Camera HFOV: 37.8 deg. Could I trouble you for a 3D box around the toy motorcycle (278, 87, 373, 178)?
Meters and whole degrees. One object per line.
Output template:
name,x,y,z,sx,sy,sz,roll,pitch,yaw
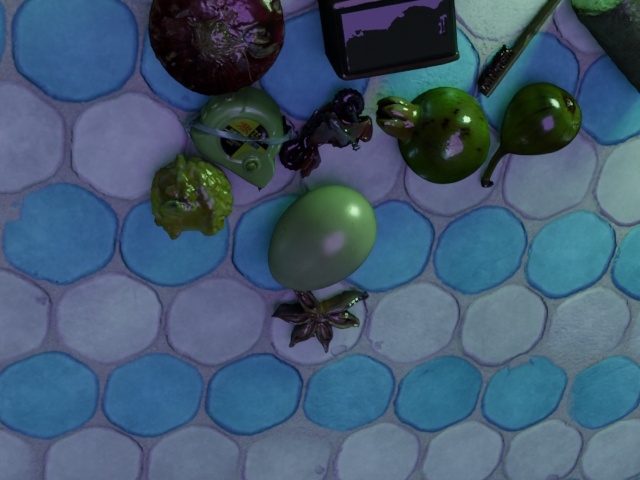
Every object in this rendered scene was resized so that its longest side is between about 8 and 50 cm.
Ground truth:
toy motorcycle,0.020,-0.202,1.862,0.212,0.084,0.118,-41,120,17

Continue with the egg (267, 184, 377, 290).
egg,0.000,0.000,1.897,0.188,0.188,0.253,37,108,-27

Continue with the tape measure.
tape measure,-0.151,-0.211,1.801,0.200,0.106,0.175,29,120,-23

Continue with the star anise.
star anise,-0.010,0.166,2.056,0.208,0.063,0.172,8,118,-22

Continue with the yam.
yam,0.647,-0.418,1.875,0.168,0.168,0.304,-45,116,10

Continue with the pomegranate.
pomegranate,0.240,-0.221,1.868,0.190,0.159,0.241,-37,114,5

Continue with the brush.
brush,0.398,-0.399,1.882,0.036,0.043,0.248,30,106,-27

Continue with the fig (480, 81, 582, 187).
fig,0.414,-0.223,1.956,0.151,0.151,0.259,34,131,-27

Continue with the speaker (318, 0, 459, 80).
speaker,0.122,-0.406,1.727,0.230,0.192,0.153,-12,120,-4

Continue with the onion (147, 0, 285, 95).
onion,-0.183,-0.379,1.660,0.246,0.190,0.246,3,115,6

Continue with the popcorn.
popcorn,-0.257,-0.081,1.823,0.173,0.142,0.174,-12,130,-15
